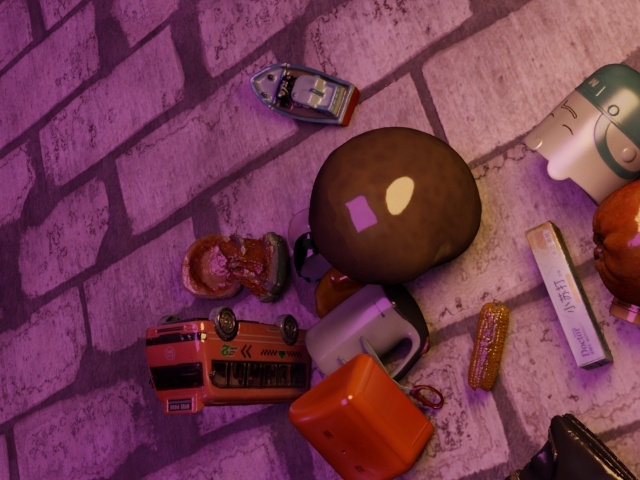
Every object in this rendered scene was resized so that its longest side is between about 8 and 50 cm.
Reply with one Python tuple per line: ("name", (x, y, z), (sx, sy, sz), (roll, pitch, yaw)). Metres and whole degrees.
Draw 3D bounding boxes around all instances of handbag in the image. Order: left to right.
("handbag", (0.480, 0.514, 1.555), (0.288, 0.152, 0.342), (61, 141, 41))

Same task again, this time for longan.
("longan", (0.162, -0.078, 1.814), (0.404, 0.404, 0.336), (49, 142, 33))

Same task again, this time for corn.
("corn", (0.369, 0.230, 1.787), (0.068, 0.068, 0.207), (8, 84, 36))

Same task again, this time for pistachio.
("pistachio", (0.051, 0.116, 2.013), (0.100, 0.110, 0.189), (36, 117, 9))

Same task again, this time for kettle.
("kettle", (0.123, 0.226, 1.914), (0.255, 0.165, 0.240), (-40, 71, 17))

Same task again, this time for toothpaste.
("toothpaste", (0.516, 0.115, 1.700), (0.071, 0.089, 0.313), (-25, 65, 23))

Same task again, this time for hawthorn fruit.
("hawthorn fruit", (0.642, -0.004, 1.542), (0.258, 0.261, 0.258), (164, 90, -72))

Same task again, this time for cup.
("cup", (0.571, -0.232, 1.682), (0.257, 0.219, 0.290), (-46, 25, 17))

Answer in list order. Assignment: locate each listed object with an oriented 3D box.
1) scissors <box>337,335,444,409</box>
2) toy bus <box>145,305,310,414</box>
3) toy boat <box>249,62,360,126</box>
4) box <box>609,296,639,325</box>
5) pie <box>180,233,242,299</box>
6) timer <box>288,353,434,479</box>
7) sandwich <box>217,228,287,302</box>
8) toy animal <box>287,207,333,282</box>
("scissors", (0.153, 0.327, 1.858), (0.247, 0.017, 0.144), (44, 108, -5))
("toy bus", (-0.214, 0.294, 1.965), (0.203, 0.427, 0.233), (-11, 76, 33))
("toy boat", (-0.061, -0.403, 2.201), (0.331, 0.133, 0.145), (21, 92, 37))
("box", (0.624, 0.143, 1.604), (0.105, 0.105, 0.037), (22, 98, 37))
("pie", (-0.304, 0.074, 2.289), (0.205, 0.084, 0.179), (0, 79, 32))
("timer", (0.077, 0.434, 1.849), (0.257, 0.161, 0.250), (48, 127, -5))
("sandwich", (-0.175, 0.062, 2.159), (0.109, 0.159, 0.185), (-42, 49, 43))
("toy animal", (0.000, 0.000, 2.071), (0.166, 0.138, 0.179), (-21, 58, 8))
